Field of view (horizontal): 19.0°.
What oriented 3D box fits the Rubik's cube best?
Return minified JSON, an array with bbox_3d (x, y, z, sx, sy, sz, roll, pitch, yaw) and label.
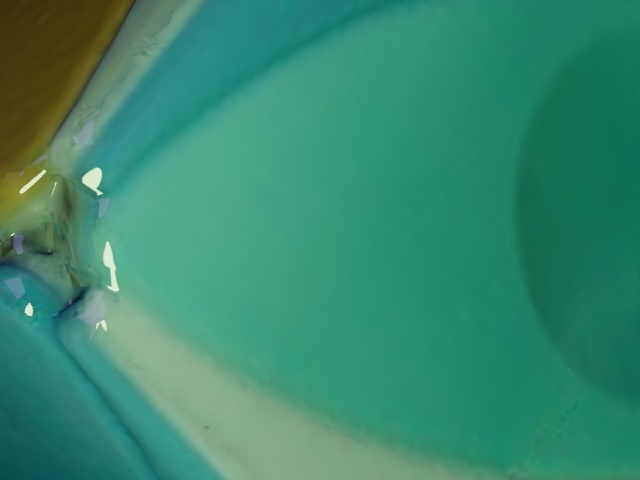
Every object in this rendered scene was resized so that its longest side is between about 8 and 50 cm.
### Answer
[{"bbox_3d":[0.000,0.000,0.749,0.352,0.351,0.347,-7,41,53],"label":"Rubik's cube"}]
